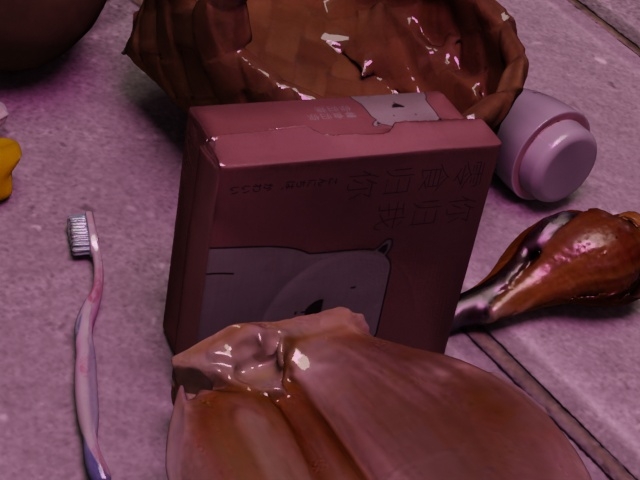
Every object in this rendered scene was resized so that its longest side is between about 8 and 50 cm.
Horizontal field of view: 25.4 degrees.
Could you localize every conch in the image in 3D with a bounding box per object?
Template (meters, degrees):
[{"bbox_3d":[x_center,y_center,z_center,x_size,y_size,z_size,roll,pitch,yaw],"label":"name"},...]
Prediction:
[{"bbox_3d":[0.204,0.016,1.168,0.232,0.080,0.086,-3,37,-18],"label":"conch"}]

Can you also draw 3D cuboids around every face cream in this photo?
[{"bbox_3d":[0.191,-0.087,1.267,0.091,0.091,0.095,-17,43,-31],"label":"face cream"}]

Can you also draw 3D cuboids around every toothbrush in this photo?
[{"bbox_3d":[-0.169,0.072,1.042,0.027,0.021,0.269,-7,45,-6],"label":"toothbrush"}]

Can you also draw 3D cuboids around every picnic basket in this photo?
[{"bbox_3d":[0.025,-0.218,1.142,0.293,0.337,0.337,-25,55,-38],"label":"picnic basket"}]

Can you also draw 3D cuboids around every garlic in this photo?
[{"bbox_3d":[0.044,0.172,0.914,0.279,0.132,0.325,-14,47,-28],"label":"garlic"}]

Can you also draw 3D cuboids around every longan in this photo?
[{"bbox_3d":[-0.279,-0.247,1.228,0.196,0.196,0.220,-1,51,-17],"label":"longan"}]

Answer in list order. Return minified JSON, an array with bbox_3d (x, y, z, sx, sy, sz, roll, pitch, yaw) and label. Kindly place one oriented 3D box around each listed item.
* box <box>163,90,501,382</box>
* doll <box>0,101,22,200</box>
[{"bbox_3d":[0.000,0.000,1.027,0.215,0.215,0.086,-7,39,-23],"label":"box"},{"bbox_3d":[-0.308,-0.072,1.128,0.135,0.071,0.113,-7,39,-17],"label":"doll"}]
